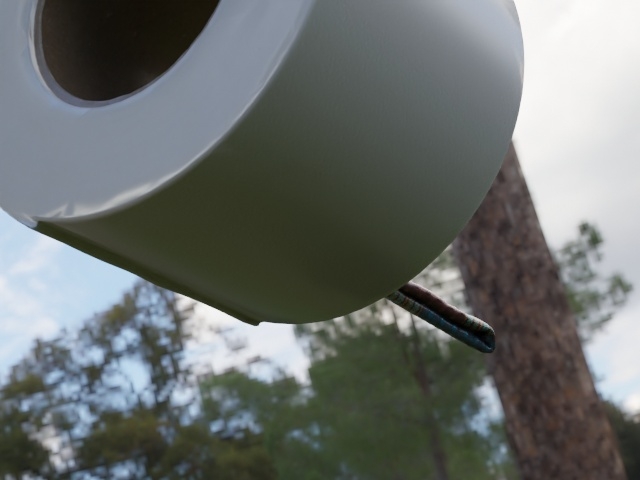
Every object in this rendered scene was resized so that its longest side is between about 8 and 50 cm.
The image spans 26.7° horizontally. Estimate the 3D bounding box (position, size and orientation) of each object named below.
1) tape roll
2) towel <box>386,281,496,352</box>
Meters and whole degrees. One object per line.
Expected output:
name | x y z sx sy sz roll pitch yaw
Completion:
tape roll | -0.042 -0.095 0.681 0.246 0.246 0.169 -25 -32 27
towel | 0.000 0.000 1.403 0.271 0.040 0.370 30 -1 -27
